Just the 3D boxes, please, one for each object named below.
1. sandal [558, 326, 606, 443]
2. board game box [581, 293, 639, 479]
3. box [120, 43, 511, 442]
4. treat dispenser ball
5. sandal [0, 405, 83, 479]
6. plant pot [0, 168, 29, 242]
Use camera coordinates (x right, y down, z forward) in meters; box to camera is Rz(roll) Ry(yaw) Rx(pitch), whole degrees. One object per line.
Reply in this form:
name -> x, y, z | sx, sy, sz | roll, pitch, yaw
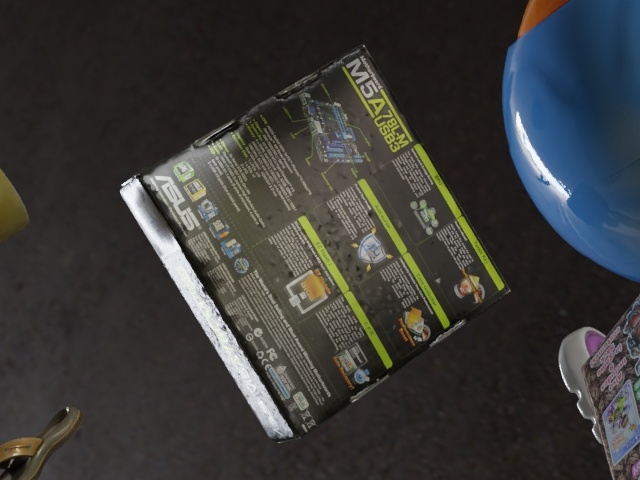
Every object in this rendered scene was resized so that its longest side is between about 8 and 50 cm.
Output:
sandal -> 0.405, 0.256, 1.735 | 0.102, 0.416, 0.169 | -39, -1, 25
board game box -> 0.360, 0.182, 1.280 | 0.141, 0.232, 0.291 | -57, 22, 31
box -> 0.000, 0.000, 1.035 | 0.184, 0.190, 0.045 | -34, 4, -28
treat dispenser ball -> 0.274, -0.106, 1.183 | 0.288, 0.288, 0.288 | -37, 38, 36
sandal -> -0.314, 0.224, 1.718 | 0.072, 0.049, 0.180 | -24, 18, 42
plant pot -> -0.323, -0.032, 1.371 | 0.095, 0.134, 0.134 | -43, 24, -21
